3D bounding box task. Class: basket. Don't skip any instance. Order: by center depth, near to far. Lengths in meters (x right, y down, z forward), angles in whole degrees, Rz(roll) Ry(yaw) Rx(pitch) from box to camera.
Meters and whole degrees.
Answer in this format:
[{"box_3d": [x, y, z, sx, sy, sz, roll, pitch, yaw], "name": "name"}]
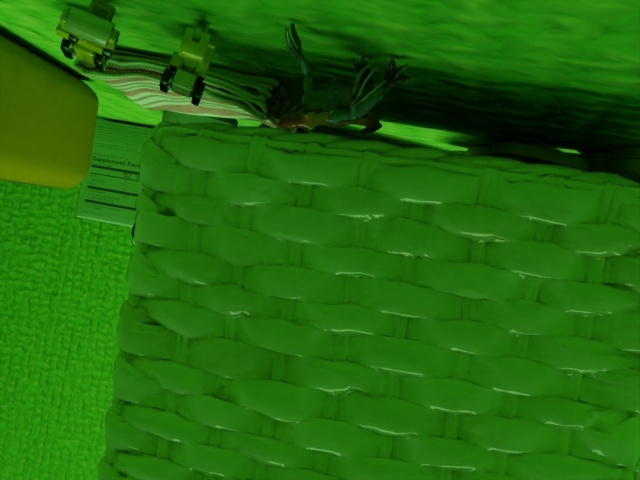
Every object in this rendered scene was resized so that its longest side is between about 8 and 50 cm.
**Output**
[{"box_3d": [0.057, 0.099, 0.586, 0.331, 0.328, 0.266, 10, -176, 15], "name": "basket"}]

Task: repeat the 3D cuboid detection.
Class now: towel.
[{"box_3d": [-0.095, -0.109, 0.671, 0.144, 0.029, 0.197, 11, -179, 2], "name": "towel"}]

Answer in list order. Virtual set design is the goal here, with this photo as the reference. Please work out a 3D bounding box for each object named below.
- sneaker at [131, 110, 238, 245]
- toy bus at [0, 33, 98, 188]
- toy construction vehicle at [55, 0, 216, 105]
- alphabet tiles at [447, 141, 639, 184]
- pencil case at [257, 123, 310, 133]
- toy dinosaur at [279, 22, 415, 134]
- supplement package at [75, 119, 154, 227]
[{"box_3d": [-0.141, -0.059, 0.956, 0.099, 0.153, 0.282, 11, -179, -3], "name": "sneaker"}, {"box_3d": [-0.281, -0.103, 0.648, 0.130, 0.108, 0.332, 10, -179, 1], "name": "toy bus"}, {"box_3d": [-0.099, -0.108, 0.464, 0.086, 0.035, 0.098, 22, 177, -8], "name": "toy construction vehicle"}, {"box_3d": [0.255, -0.048, 0.713, 0.278, 0.021, 0.284, 12, -179, -9], "name": "alphabet tiles"}, {"box_3d": [0.065, -0.038, 0.861, 0.306, 0.119, 0.133, 11, 166, -22], "name": "pencil case"}, {"box_3d": [0.011, -0.064, 0.425, 0.047, 0.090, 0.082, 23, -128, 32], "name": "toy dinosaur"}, {"box_3d": [-0.210, -0.083, 1.315, 0.204, 0.145, 0.262, 10, 180, 15], "name": "supplement package"}]
